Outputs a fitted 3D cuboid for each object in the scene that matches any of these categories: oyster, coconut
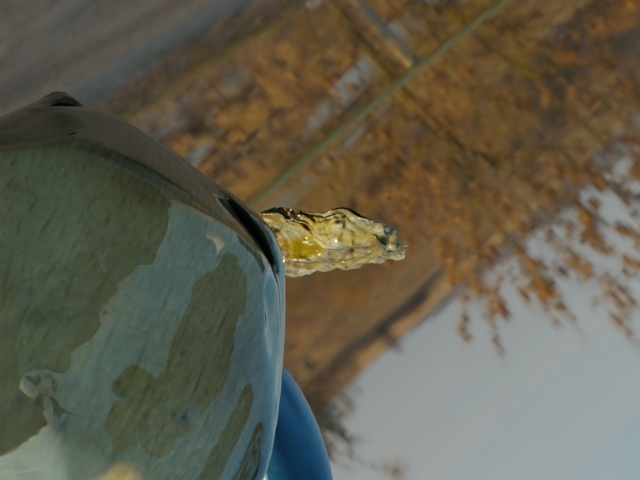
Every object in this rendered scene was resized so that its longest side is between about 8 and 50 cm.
[{"bbox_3d":[0.000,0.000,1.280,0.121,0.146,0.045,127,-26,-49],"label":"oyster"},{"bbox_3d":[-0.116,0.038,0.689,0.224,0.224,0.224,-44,178,-2],"label":"coconut"}]

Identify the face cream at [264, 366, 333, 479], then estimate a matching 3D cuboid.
[{"bbox_3d":[-0.111,0.158,0.991,0.285,0.139,0.067,-17,-161,36],"label":"face cream"}]
